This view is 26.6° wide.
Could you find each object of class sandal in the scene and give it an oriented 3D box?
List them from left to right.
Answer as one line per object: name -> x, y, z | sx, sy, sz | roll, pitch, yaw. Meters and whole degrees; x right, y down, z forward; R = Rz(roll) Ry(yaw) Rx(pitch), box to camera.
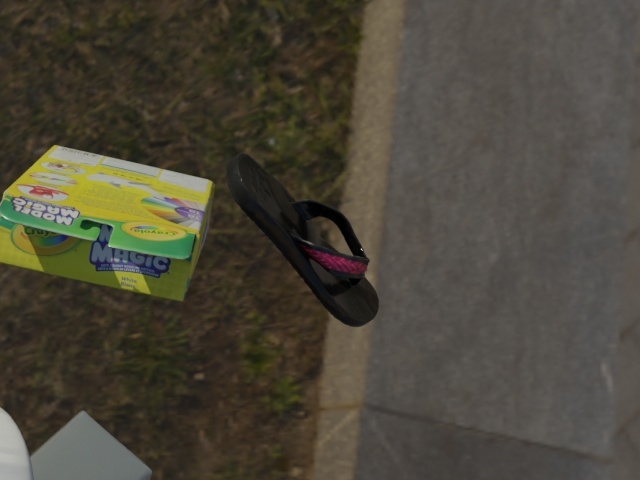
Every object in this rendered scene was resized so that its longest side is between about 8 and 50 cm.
sandal -> 0.000, 0.000, 0.931 | 0.179, 0.040, 0.067 | 48, 20, -41

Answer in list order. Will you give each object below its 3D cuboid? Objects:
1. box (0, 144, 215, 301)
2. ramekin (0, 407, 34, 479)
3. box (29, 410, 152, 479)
box -> -0.116, -0.011, 0.755 | 0.105, 0.179, 0.043 | 13, 100, -4
ramekin -> -0.384, 0.266, 1.269 | 0.135, 0.277, 0.277 | 15, 73, -40
box -> -0.353, 0.360, 1.596 | 0.121, 0.148, 0.311 | 39, 53, 11
